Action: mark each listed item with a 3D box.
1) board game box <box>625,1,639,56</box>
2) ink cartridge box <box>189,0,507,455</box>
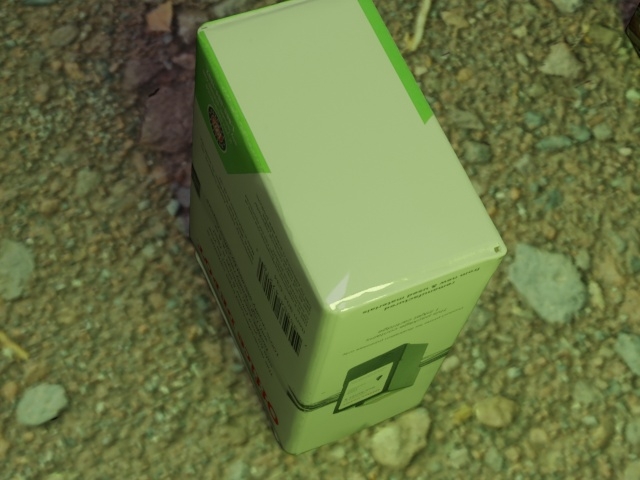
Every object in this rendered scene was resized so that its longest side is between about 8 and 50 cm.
[{"bbox_3d":[0.330,-0.119,0.927,0.042,0.165,0.243,-17,68,-12],"label":"board game box"},{"bbox_3d":[0.000,0.000,0.788,0.115,0.273,0.198,-20,68,-15],"label":"ink cartridge box"}]
